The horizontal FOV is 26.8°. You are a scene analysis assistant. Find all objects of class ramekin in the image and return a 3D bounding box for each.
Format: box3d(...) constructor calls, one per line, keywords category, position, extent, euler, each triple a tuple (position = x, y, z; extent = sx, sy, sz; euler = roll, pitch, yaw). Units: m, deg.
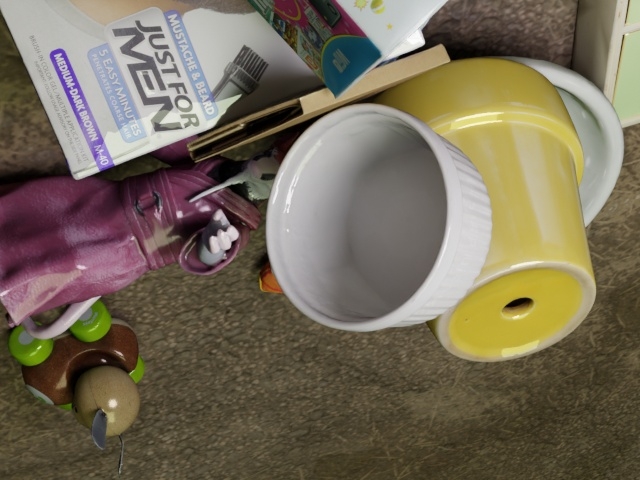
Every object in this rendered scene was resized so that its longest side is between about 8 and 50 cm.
box3d(category="ramekin", position=(0.061, -0.015, 1.242), extent=(0.207, 0.207, 0.109), euler=(-41, 150, 25))

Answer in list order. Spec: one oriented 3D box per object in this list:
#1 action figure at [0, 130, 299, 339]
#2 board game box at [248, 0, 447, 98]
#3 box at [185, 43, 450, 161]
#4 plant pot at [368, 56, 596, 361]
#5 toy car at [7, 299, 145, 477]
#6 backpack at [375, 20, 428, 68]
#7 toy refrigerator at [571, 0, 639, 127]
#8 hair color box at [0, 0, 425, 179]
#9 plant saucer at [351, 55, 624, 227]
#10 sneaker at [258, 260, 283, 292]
box3d(category="action figure", position=(-0.174, -0.006, 1.377), extent=(0.370, 0.248, 0.276), euler=(-16, 145, -3))
box3d(category="board game box", position=(-0.039, -0.261, 1.000), extent=(0.097, 0.303, 0.224), euler=(-44, -176, -7))
box3d(category="box", position=(-0.001, -0.126, 1.226), extent=(0.201, 0.021, 0.164), euler=(-24, -176, -42))
box3d(category="plant pot", position=(0.165, -0.016, 1.373), extent=(0.254, 0.239, 0.254), euler=(-10, 142, -8))
box3d(category="toy car", position=(-0.280, 0.195, 1.635), extent=(0.149, 0.188, 0.155), euler=(-22, 145, 1))
box3d(category="backpack", position=(0.050, -0.228, 1.324), extent=(0.084, 0.105, 0.114), euler=(20, 125, -44))
box3d(category="toy refrigerator", position=(0.347, -0.242, 1.473), extent=(0.102, 0.094, 0.269), euler=(-16, 144, -7))
box3d(category="hair color box", position=(-0.098, -0.206, 1.204), extent=(0.338, 0.110, 0.185), euler=(-22, 108, -2))
box3d(category="plant saucer", position=(0.144, -0.084, 1.553), extent=(0.400, 0.100, 0.400), euler=(-10, 142, -8))
box3d(category="sneaker", position=(0.001, 0.043, 1.710), extent=(0.175, 0.064, 0.067), euler=(9, 155, -29))
